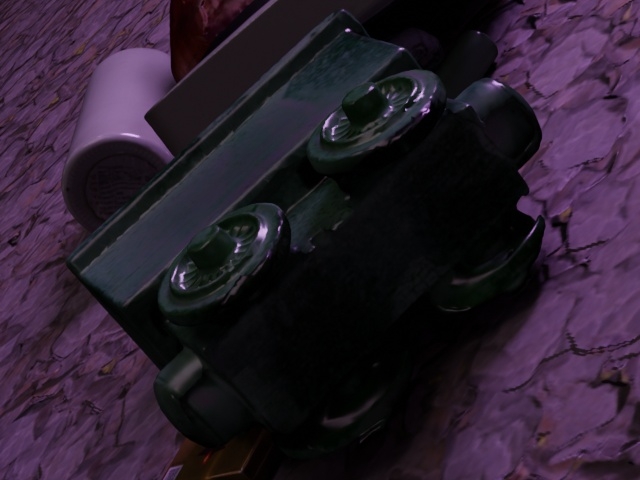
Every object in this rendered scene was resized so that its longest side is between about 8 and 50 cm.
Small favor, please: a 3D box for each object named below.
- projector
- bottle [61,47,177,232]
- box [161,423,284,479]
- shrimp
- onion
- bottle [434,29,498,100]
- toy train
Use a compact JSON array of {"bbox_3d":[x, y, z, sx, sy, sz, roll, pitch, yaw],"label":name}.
[{"bbox_3d":[0.011,-0.167,1.363,0.259,0.079,0.257,-39,-3,17],"label":"projector"},{"bbox_3d":[-0.163,-0.099,1.647,0.104,0.104,0.245,-38,22,19],"label":"bottle"},{"bbox_3d":[-0.039,0.102,1.141,0.090,0.023,0.133,-22,30,49],"label":"box"},{"bbox_3d":[0.022,-0.088,1.322,0.165,0.065,0.056,-38,47,12],"label":"shrimp"},{"bbox_3d":[-0.053,-0.229,1.595,0.230,0.163,0.230,-39,8,6],"label":"onion"},{"bbox_3d":[0.090,-0.106,1.279,0.030,0.030,0.083,-9,41,58],"label":"bottle"},{"bbox_3d":[0.000,0.000,1.054,0.266,0.145,0.202,-43,25,-10],"label":"toy train"}]
